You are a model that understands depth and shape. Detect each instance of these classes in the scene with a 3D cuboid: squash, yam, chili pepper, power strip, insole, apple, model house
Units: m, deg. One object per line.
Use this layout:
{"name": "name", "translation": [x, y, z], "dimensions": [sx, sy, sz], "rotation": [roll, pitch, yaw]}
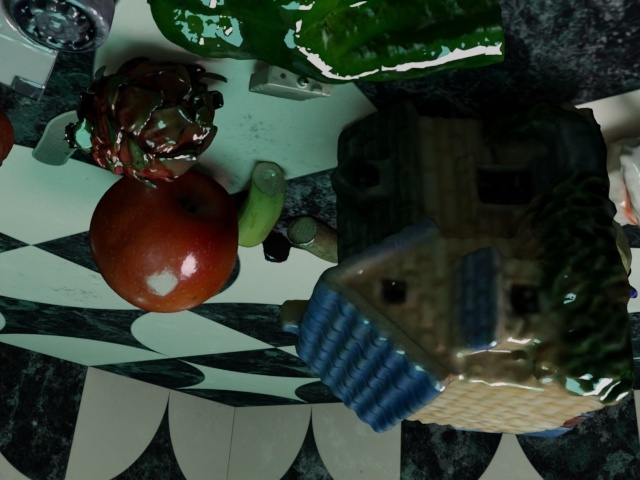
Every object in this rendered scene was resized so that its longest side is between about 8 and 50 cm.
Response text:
{"name": "squash", "translation": [-0.119, -0.056, 1.252], "dimensions": [0.083, 0.083, 0.250], "rotation": [11, 154, -15]}
{"name": "yam", "translation": [0.000, 0.000, 1.380], "dimensions": [0.070, 0.069, 0.146], "rotation": [-15, 151, 37]}
{"name": "chili pepper", "translation": [0.010, -0.249, 0.676], "dimensions": [0.385, 0.167, 0.213], "rotation": [3, 159, 0]}
{"name": "power strip", "translation": [-0.040, -0.198, 0.842], "dimensions": [0.080, 0.029, 0.227], "rotation": [7, -172, -15]}
{"name": "insole", "translation": [-0.433, -0.171, 1.130], "dimensions": [0.080, 0.003, 0.232], "rotation": [22, 151, -35]}
{"name": "apple", "translation": [-0.263, -0.007, 1.174], "dimensions": [0.261, 0.260, 0.216], "rotation": [18, 130, -28]}
{"name": "model house", "translation": [0.150, 0.030, 0.946], "dimensions": [0.400, 0.445, 0.395], "rotation": [5, 158, -2]}

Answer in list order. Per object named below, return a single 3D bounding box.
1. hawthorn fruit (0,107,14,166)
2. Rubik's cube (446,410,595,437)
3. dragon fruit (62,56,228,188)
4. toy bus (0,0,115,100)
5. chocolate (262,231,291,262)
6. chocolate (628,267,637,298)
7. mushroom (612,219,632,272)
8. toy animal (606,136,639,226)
{"name": "hawthorn fruit", "translation": [-0.589, -0.162, 0.970], "dimensions": [0.248, 0.208, 0.208], "rotation": [38, 147, -13]}
{"name": "Rubik's cube", "translation": [0.498, 0.323, 1.732], "dimensions": [0.317, 0.318, 0.313], "rotation": [2, 155, 3]}
{"name": "dragon fruit", "translation": [-0.233, -0.162, 0.918], "dimensions": [0.189, 0.182, 0.182], "rotation": [14, 162, 26]}
{"name": "toy bus", "translation": [-0.242, -0.318, 0.502], "dimensions": [0.250, 0.209, 0.440], "rotation": [19, 152, -28]}
{"name": "chocolate", "translation": [-0.101, 0.013, 1.393], "dimensions": [0.072, 0.070, 0.147], "rotation": [55, 168, -7]}
{"name": "chocolate", "translation": [0.594, 0.110, 1.443], "dimensions": [0.126, 0.148, 0.343], "rotation": [31, 170, 16]}
{"name": "mushroom", "translation": [0.478, 0.034, 1.231], "dimensions": [0.164, 0.189, 0.267], "rotation": [-32, 138, 32]}
{"name": "toy animal", "translation": [0.560, -0.081, 1.011], "dimensions": [0.308, 0.266, 0.188], "rotation": [-34, -177, -19]}
